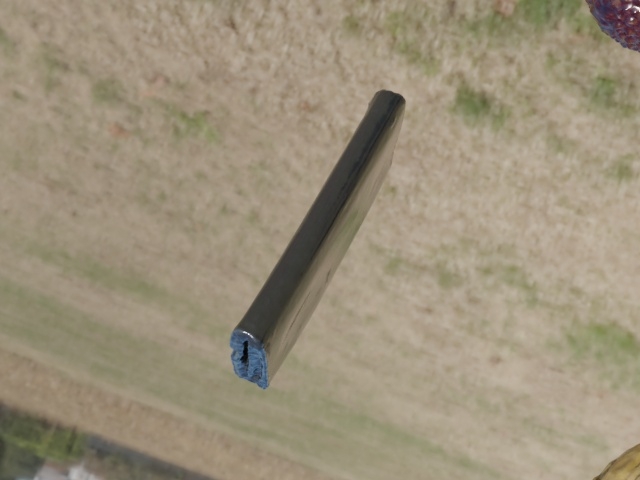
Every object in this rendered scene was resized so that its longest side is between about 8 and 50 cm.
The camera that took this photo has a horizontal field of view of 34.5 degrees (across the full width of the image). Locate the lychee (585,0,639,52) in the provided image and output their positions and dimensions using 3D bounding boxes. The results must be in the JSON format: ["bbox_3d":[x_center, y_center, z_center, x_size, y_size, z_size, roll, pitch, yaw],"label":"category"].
[{"bbox_3d":[0.597,-0.467,1.845,0.264,0.264,0.300,29,180,-33],"label":"lychee"}]

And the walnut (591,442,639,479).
[{"bbox_3d":[0.401,0.346,1.189,0.224,0.257,0.257,35,160,-30],"label":"walnut"}]

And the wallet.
[{"bbox_3d":[-0.001,0.000,1.419,0.062,0.406,0.228,26,158,10],"label":"wallet"}]
